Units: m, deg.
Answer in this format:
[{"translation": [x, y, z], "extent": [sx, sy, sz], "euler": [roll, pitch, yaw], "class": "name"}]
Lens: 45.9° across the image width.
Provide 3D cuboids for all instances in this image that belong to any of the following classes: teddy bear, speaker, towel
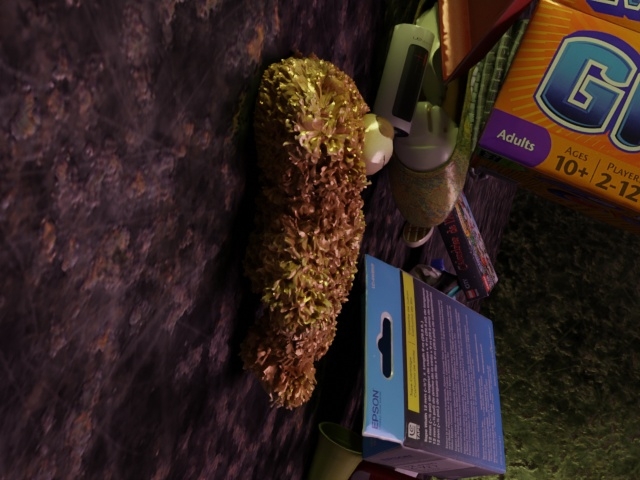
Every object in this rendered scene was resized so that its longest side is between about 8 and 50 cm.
[{"translation": [0.000, 0.000, 0.712], "extent": [0.245, 0.113, 0.338], "euler": [-27, 129, -70], "class": "teddy bear"}, {"translation": [0.104, -0.206, 0.972], "extent": [0.055, 0.055, 0.136], "euler": [28, 76, -72], "class": "speaker"}, {"translation": [0.274, -0.253, 1.299], "extent": [0.235, 0.121, 0.284], "euler": [-53, 153, -75], "class": "towel"}]

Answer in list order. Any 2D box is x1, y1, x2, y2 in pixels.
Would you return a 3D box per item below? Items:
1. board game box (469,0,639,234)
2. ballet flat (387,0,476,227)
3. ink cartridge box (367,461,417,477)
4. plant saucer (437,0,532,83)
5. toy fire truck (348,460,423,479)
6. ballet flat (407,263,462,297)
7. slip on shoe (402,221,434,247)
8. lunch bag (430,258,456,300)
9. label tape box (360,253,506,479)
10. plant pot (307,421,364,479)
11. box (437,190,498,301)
[{"translation": [0.429, -0.203, 0.975], "extent": [0.356, 0.356, 0.356], "euler": [-12, 126, -81], "class": "board game box"}, {"translation": [0.153, -0.196, 1.040], "extent": [0.123, 0.123, 0.349], "euler": [42, 59, -71], "class": "ballet flat"}, {"translation": [0.113, 0.397, 1.380], "extent": [0.181, 0.056, 0.225], "euler": [-97, -156, -52], "class": "ink cartridge box"}, {"translation": [0.209, -0.356, 0.898], "extent": [0.258, 0.047, 0.259], "euler": [130, -37, -68], "class": "plant saucer"}, {"translation": [0.105, 0.506, 1.183], "extent": [0.169, 0.254, 0.302], "euler": [5, 98, -72], "class": "toy fire truck"}, {"translation": [0.193, 0.096, 1.397], "extent": [0.095, 0.096, 0.280], "euler": [-43, 173, 26], "class": "ballet flat"}, {"translation": [0.178, -0.024, 1.353], "extent": [0.135, 0.051, 0.041], "euler": [-67, 160, -50], "class": "slip on shoe"}, {"translation": [0.243, 0.186, 1.636], "extent": [0.221, 0.138, 0.293], "euler": [13, 79, -72], "class": "lunch bag"}, {"translation": [0.134, 0.198, 1.107], "extent": [0.347, 0.115, 0.249], "euler": [27, 54, -42], "class": "label tape box"}, {"translation": [0.020, 0.317, 1.086], "extent": [0.079, 0.083, 0.083], "euler": [-66, 164, 6], "class": "plant pot"}, {"translation": [0.276, -0.009, 1.475], "extent": [0.233, 0.044, 0.159], "euler": [68, 21, -1], "class": "box"}]
